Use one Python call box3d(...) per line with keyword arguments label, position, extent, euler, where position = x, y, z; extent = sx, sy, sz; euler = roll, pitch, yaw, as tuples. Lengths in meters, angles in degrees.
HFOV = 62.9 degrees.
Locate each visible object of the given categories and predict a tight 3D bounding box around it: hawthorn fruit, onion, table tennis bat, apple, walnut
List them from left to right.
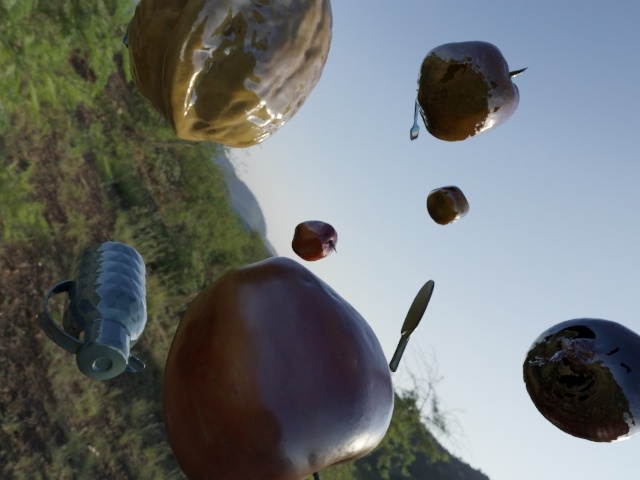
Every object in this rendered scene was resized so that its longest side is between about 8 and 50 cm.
box3d(label="walnut", position=(-0.109, -0.235, 0.637), extent=(0.225, 0.257, 0.257), euler=(29, -15, 7))
box3d(label="apple", position=(-0.038, 0.140, 0.524), extent=(0.234, 0.234, 0.234), euler=(61, -9, 16))
box3d(label="hawthorn fruit", position=(0.000, 0.000, 1.873), extent=(0.204, 0.162, 0.162), euler=(2, -53, 36))
box3d(label="table tennis bat", position=(0.242, 0.225, 1.404), extent=(0.021, 0.274, 0.154), euler=(28, -20, 0))
box3d(label="apple", position=(0.321, -0.092, 1.341), extent=(0.102, 0.099, 0.114), euler=(65, 9, 5))
box3d(label="hawthorn fruit", position=(0.412, -0.409, 1.426), extent=(0.268, 0.301, 0.267), euler=(-10, 90, -68))
box3d(label="onion", position=(0.541, 0.262, 1.069), extent=(0.285, 0.273, 0.273), euler=(47, 1, -30))

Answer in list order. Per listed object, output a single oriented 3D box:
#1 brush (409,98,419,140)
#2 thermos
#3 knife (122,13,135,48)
box3d(label="brush", position=(0.355, -0.452, 1.948), extent=(0.014, 0.051, 0.164), euler=(26, -47, 35))
box3d(label="thermos", position=(-0.400, 0.120, 0.942), extent=(0.182, 0.145, 0.286), euler=(30, 15, -30))
box3d(label="knife", position=(-0.258, -0.442, 0.877), extent=(0.044, 0.296, 0.026), euler=(20, -8, 38))
